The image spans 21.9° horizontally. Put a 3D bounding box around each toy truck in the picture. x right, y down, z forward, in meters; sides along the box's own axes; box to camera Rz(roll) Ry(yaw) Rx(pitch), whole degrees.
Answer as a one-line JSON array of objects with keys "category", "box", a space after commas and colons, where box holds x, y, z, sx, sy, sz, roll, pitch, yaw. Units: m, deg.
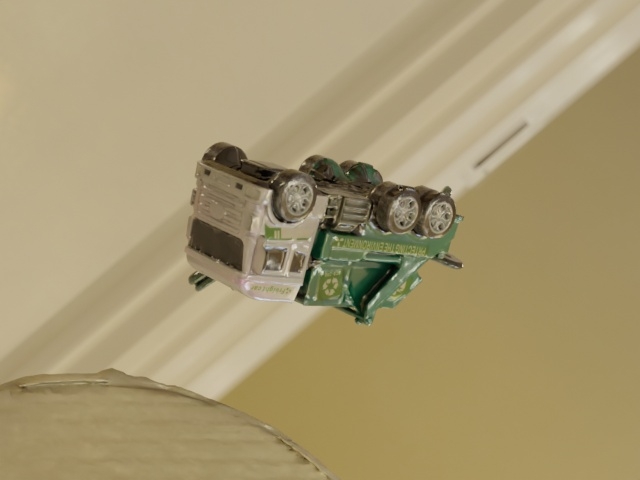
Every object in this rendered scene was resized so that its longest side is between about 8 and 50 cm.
[{"category": "toy truck", "box": [0.000, 0.000, 1.249, 0.216, 0.116, 0.110, 5, -167, -44]}]

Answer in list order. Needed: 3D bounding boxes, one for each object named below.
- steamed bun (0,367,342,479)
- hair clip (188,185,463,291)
[{"category": "steamed bun", "box": [-0.123, 0.270, 0.960, 0.374, 0.241, 0.374, 14, -142, -12]}, {"category": "hair clip", "box": [0.000, 0.004, 1.376, 0.039, 0.229, 0.070, -64, -34, -77]}]
